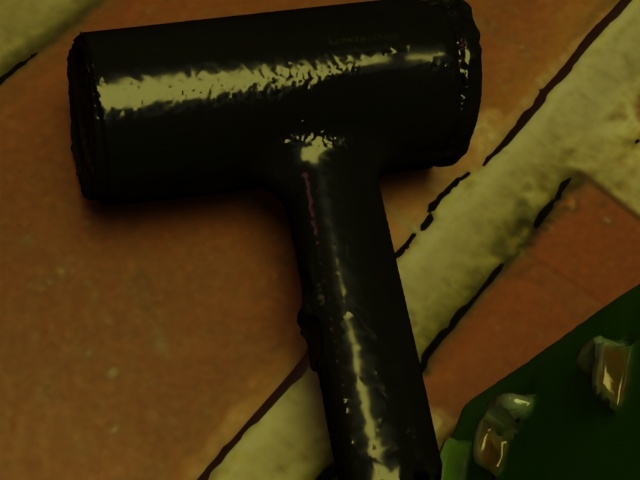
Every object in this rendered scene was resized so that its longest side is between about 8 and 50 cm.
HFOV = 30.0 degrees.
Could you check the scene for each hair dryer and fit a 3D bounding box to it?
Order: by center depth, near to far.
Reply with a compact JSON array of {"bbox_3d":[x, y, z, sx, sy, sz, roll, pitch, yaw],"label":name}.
[{"bbox_3d":[0.000,0.000,0.547,0.197,0.089,0.251,-7,63,-18],"label":"hair dryer"}]

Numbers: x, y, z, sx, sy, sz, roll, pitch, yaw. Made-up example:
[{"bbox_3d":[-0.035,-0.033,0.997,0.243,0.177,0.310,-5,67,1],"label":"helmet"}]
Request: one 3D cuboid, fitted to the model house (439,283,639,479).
[{"bbox_3d":[0.236,0.110,0.455,0.323,0.300,0.340,22,61,-10],"label":"model house"}]
